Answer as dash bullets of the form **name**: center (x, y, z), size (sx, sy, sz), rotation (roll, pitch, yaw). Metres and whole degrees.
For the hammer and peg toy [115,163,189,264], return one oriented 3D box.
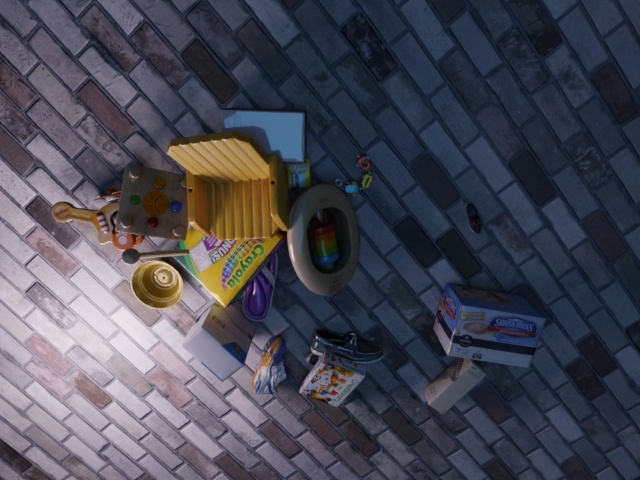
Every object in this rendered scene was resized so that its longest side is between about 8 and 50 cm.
- **hammer and peg toy**: center (-0.617, -0.084, 1.686), size (0.265, 0.127, 0.362), rotation (9, 88, -23)

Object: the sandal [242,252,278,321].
- **sandal**: center (-0.256, 0.151, 1.849), size (0.169, 0.102, 0.417), rotation (-2, 108, 1)

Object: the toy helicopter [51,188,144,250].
- **toy helicopter**: center (-0.858, -0.105, 1.753), size (0.354, 0.140, 0.235), rotation (10, 98, -6)

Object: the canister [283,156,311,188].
- **canister**: center (-0.123, -0.257, 1.729), size (0.169, 0.073, 0.126), rotation (-3, 108, 0)

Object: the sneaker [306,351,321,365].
- **sneaker**: center (0.044, 0.522, 1.978), size (0.214, 0.083, 0.084), rotation (-5, 110, 4)

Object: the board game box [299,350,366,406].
- **board game box**: center (0.048, 0.610, 1.963), size (0.192, 0.053, 0.305), rotation (22, 131, -6)

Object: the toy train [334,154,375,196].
- **toy train**: center (0.140, -0.249, 1.745), size (0.166, 0.046, 0.125), rotation (-40, 102, 9)

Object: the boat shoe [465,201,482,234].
- **boat shoe**: center (0.612, -0.084, 1.793), size (0.049, 0.040, 0.142), rotation (-24, 106, 8)

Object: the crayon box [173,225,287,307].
- **crayon box**: center (-0.356, 0.020, 1.754), size (0.313, 0.106, 0.363), rotation (42, 104, 10)

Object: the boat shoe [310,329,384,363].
- **boat shoe**: center (0.118, 0.451, 1.938), size (0.318, 0.116, 0.099), rotation (7, 110, 5)

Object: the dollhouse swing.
- **dollhouse swing**: center (-0.319, -0.165, 1.518), size (0.346, 0.305, 0.316), rotation (-3, 88, 15)

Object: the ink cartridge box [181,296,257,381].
- **ink cartridge box**: center (-0.397, 0.377, 1.818), size (0.129, 0.307, 0.223), rotation (-41, 104, 15)

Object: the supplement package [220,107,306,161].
- **supplement package**: center (-0.198, -0.385, 1.633), size (0.292, 0.177, 0.176), rotation (2, 108, 1)

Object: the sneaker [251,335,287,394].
- **sneaker**: center (-0.200, 0.552, 1.994), size (0.130, 0.112, 0.297), rotation (16, 110, -23)

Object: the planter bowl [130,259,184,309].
- **planter bowl**: center (-0.661, 0.169, 1.866), size (0.216, 0.090, 0.218), rotation (0, 108, 1)

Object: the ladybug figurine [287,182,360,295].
- **ladybug figurine**: center (0.000, 0.000, 1.736), size (0.304, 0.161, 0.450), rotation (-15, 108, -28)

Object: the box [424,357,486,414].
- **box**: center (0.593, 0.628, 1.992), size (0.094, 0.113, 0.275), rotation (38, 103, -10)

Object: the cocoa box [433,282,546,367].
- **cocoa box**: center (0.676, 0.337, 1.831), size (0.346, 0.231, 0.228), rotation (10, 107, -3)
